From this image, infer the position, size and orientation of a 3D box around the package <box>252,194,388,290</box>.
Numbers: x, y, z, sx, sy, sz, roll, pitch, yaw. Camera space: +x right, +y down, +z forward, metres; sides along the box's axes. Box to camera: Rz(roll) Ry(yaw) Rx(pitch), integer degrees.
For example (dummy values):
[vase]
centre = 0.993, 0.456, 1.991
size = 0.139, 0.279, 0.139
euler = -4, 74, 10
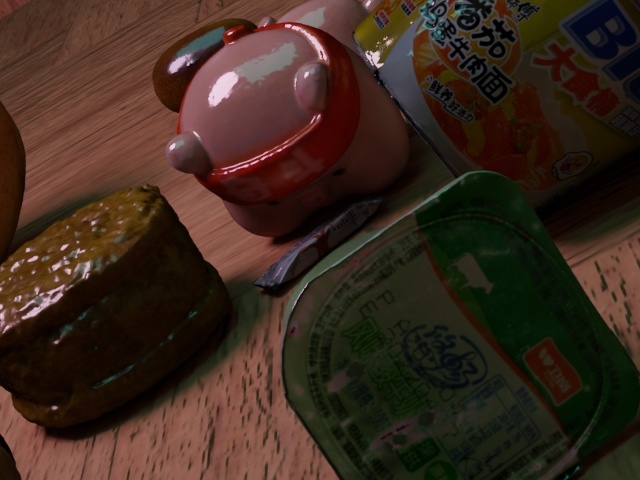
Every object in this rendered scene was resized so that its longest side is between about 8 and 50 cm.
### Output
[package]
centre = 0.000, 0.000, 1.316
size = 0.110, 0.015, 0.037
euler = -39, 20, -16

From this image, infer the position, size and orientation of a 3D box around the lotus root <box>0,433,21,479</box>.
[lotus root]
centre = -0.266, 0.202, 1.012
size = 0.154, 0.154, 0.278
euler = -11, 29, 49

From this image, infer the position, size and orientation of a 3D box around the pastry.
[pastry]
centre = -0.159, 0.046, 1.317
size = 0.189, 0.103, 0.188
euler = -29, 18, 10

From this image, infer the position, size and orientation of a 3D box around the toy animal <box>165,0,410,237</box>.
[toy animal]
centre = -0.014, -0.095, 1.383
size = 0.171, 0.171, 0.197
euler = -23, 13, 27

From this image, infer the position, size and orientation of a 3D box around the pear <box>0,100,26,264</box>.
[pear]
centre = -0.418, -0.050, 1.688
size = 0.314, 0.314, 0.314
euler = -29, 18, 11

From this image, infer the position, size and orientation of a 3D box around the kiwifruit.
[kiwifruit]
centre = -0.110, -0.173, 1.852
size = 0.124, 0.075, 0.075
euler = -26, 19, 10

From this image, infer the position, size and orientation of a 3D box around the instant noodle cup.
[instant noodle cup]
centre = 0.126, -0.110, 1.143
size = 0.153, 0.205, 0.205
euler = -41, 16, 10

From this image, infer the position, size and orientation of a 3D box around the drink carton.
[drink carton]
centre = 0.048, 0.055, 0.914
size = 0.144, 0.146, 0.142
euler = -34, 10, -8
